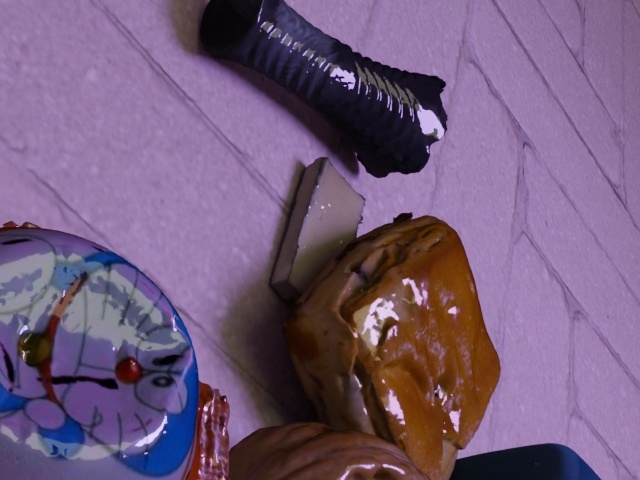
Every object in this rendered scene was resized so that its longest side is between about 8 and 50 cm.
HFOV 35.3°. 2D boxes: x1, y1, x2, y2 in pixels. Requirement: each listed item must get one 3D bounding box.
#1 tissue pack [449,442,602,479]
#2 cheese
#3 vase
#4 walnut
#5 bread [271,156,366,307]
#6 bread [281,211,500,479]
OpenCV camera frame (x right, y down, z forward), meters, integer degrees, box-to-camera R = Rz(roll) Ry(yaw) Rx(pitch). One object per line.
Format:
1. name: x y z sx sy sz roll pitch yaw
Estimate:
1. tissue pack: 0.148 0.315 0.769 0.206 0.198 0.287 59 32 -15
2. cheese: -0.186 0.068 0.473 0.329 0.129 0.217 23 47 -27
3. vase: 0.004 -0.146 0.891 0.237 0.115 0.115 25 54 -42
4. walnut: 0.000 0.196 0.663 0.184 0.155 0.155 34 48 -44
5. bread: 0.000 0.000 0.870 0.068 0.028 0.154 47 41 -33
6. bread: 0.074 0.095 0.835 0.235 0.099 0.211 -45 122 -54
